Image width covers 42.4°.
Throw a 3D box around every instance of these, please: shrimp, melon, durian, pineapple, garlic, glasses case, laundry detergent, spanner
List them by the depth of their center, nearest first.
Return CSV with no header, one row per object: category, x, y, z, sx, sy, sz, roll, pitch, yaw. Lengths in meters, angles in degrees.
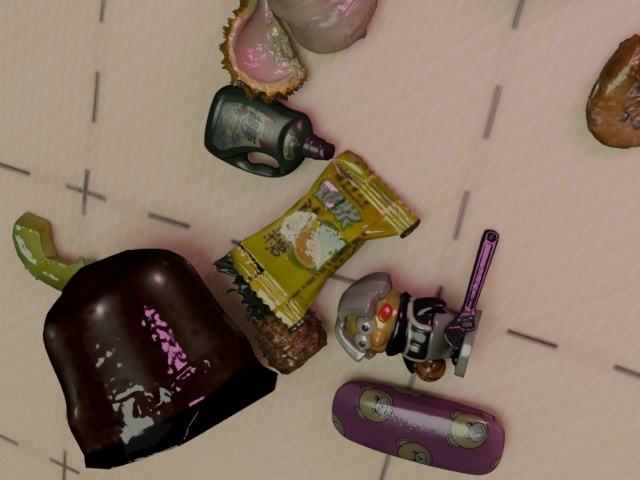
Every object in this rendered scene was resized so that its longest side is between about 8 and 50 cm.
shrimp,0.464,-0.220,1.195,0.133,0.051,0.187,14,120,-4
garlic,-0.011,-0.403,1.255,0.178,0.143,0.229,-18,93,27
spanner,0.246,0.077,1.332,0.046,0.012,0.208,19,77,5
durian,-0.110,-0.330,1.350,0.140,0.078,0.224,-14,94,-19
laundry detergent,-0.084,-0.172,1.404,0.222,0.078,0.144,23,117,9
glasses case,0.172,0.337,1.490,0.317,0.076,0.123,11,113,17
pineapple,-0.095,0.116,1.492,0.128,0.128,0.248,-35,89,28
melon,-0.535,0.039,1.665,0.210,0.064,0.117,26,111,8

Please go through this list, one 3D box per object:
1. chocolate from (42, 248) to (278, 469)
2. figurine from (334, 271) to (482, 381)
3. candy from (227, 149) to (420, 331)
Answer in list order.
chocolate,-0.311,0.179,1.482,0.384,0.384,0.331,-18,94,26
figurine,0.142,0.153,1.405,0.237,0.133,0.176,16,122,10
candy,0.000,0.000,1.398,0.297,0.081,0.187,-43,85,9
